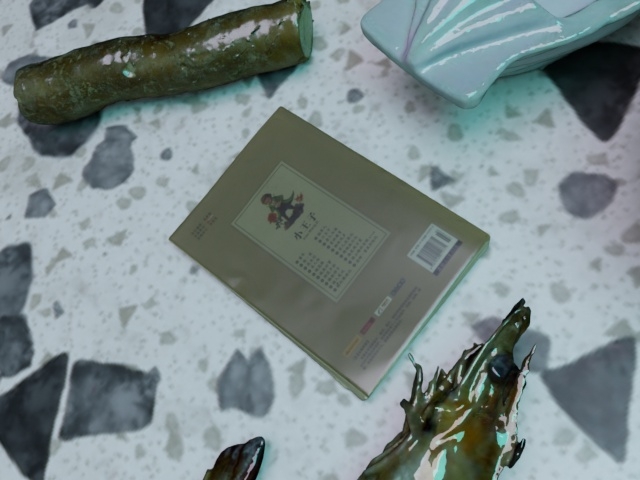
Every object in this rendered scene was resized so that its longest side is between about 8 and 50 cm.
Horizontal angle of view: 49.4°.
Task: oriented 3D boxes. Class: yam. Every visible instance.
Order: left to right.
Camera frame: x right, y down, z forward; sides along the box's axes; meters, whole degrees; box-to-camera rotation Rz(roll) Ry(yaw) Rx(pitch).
[{"bbox_3d":[-0.127,-0.145,0.571,0.252,0.061,0.061,-10,66,11],"label":"yam"}]

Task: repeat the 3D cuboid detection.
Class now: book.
[{"bbox_3d":[0.000,0.000,0.497,0.198,0.016,0.138,36,82,25],"label":"book"}]

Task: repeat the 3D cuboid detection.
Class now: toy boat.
[{"bbox_3d":[0.163,-0.207,0.489,0.290,0.100,0.199,-43,63,-5],"label":"toy boat"}]

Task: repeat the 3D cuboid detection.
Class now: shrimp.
[{"bbox_3d":[0.012,0.146,0.415,0.169,0.058,0.296,27,81,26],"label":"shrimp"}]
